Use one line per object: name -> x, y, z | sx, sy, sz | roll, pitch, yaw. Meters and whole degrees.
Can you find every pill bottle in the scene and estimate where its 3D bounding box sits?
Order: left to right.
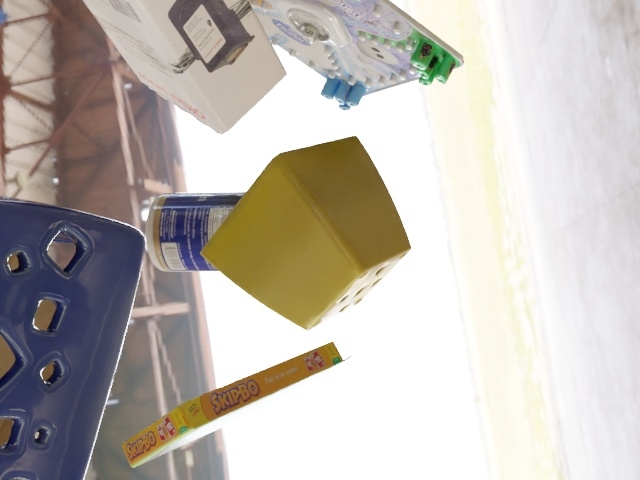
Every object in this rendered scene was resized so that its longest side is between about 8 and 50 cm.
pill bottle -> -0.179, -0.016, 1.633 | 0.153, 0.265, 0.153 | 0, -90, -76

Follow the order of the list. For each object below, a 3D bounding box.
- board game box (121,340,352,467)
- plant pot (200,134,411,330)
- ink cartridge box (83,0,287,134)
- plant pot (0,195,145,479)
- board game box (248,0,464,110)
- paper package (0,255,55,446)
board game box -> -0.083, 0.175, 0.963 | 0.259, 0.124, 0.039 | -11, -110, -48
plant pot -> 0.000, 0.000, 1.234 | 0.187, 0.212, 0.212 | 49, -146, 13
ink cartridge box -> -0.157, -0.239, 0.849 | 0.172, 0.100, 0.237 | 36, 165, 40
plant pot -> -0.293, 0.065, 0.578 | 0.212, 0.236, 0.236 | 30, -110, -56
board game box -> -0.018, -0.349, 1.413 | 0.050, 0.390, 0.390 | -63, 21, -10
paper package -> -0.502, 0.180, 1.204 | 0.168, 0.325, 0.309 | 37, -120, -31
